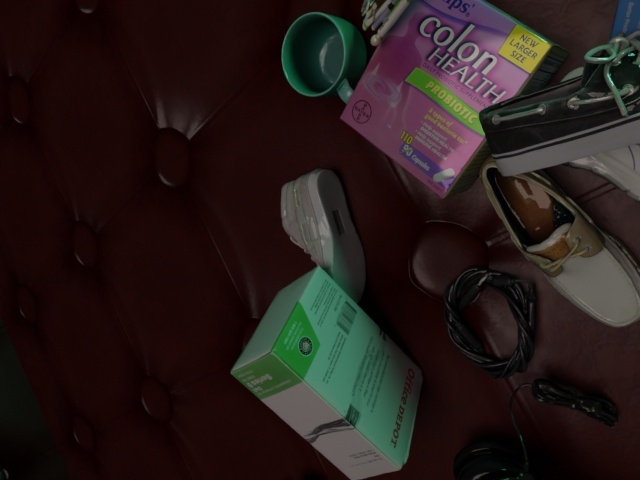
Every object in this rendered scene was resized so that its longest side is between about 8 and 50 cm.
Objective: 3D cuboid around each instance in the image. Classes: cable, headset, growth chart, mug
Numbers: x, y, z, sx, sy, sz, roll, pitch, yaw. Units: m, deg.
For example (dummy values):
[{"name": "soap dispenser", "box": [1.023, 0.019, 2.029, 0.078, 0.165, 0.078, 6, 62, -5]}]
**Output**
[{"name": "cable", "box": [0.270, 0.138, 0.822, 0.150, 0.047, 0.185, 5, 105, 35]}, {"name": "headset", "box": [0.306, 0.405, 0.772, 0.185, 0.243, 0.395, 15, 93, 6]}, {"name": "growth chart", "box": [0.102, -0.389, 0.730, 0.172, 0.021, 0.237, -48, 35, 46]}, {"name": "mug", "box": [0.016, -0.296, 0.862, 0.129, 0.097, 0.158, -4, 100, 35]}]

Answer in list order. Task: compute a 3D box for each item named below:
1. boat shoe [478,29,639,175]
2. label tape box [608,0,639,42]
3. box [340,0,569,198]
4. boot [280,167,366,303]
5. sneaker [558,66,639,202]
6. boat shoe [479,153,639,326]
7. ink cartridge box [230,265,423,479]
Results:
[{"name": "boat shoe", "box": [0.320, -0.165, 0.549, 0.306, 0.113, 0.105, -14, 109, 49]}, {"name": "label tape box", "box": [0.476, -0.250, 0.479, 0.333, 0.106, 0.241, 20, 145, 30]}, {"name": "box", "box": [0.186, -0.224, 0.747, 0.213, 0.117, 0.243, 43, 122, 19]}, {"name": "boot", "box": [0.000, 0.000, 0.965, 0.123, 0.095, 0.259, -12, 90, 47]}, {"name": "sneaker", "box": [0.404, -0.116, 0.629, 0.297, 0.111, 0.129, 35, 114, 23]}, {"name": "boat shoe", "box": [0.329, 0.001, 0.710, 0.302, 0.103, 0.113, 51, 124, 14]}, {"name": "ink cartridge box", "box": [0.025, 0.224, 0.857, 0.289, 0.211, 0.121, 46, 128, -12]}]
